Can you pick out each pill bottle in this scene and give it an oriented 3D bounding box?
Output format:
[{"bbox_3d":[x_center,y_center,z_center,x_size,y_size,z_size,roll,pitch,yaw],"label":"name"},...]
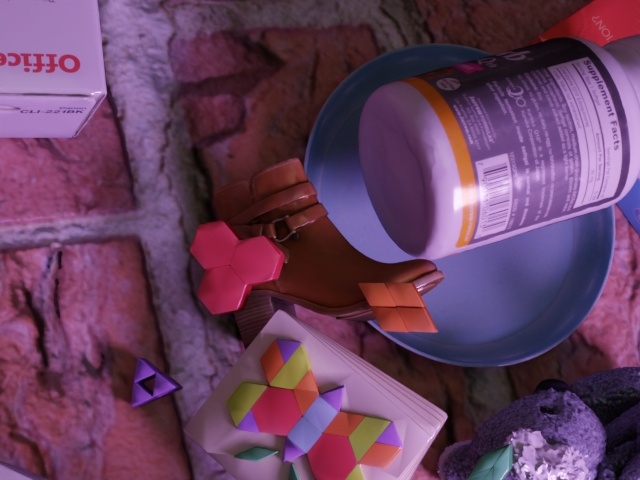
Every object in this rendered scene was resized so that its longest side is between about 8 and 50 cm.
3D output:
[{"bbox_3d":[0.187,-0.091,1.497,0.278,0.162,0.162,-17,79,-22],"label":"pill bottle"}]

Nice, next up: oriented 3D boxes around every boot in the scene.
[{"bbox_3d":[0.000,0.000,1.453,0.197,0.073,0.152,-15,79,14],"label":"boot"}]

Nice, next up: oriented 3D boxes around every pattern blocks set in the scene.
[{"bbox_3d":[-0.007,0.155,1.384,0.325,0.026,0.285,24,91,14],"label":"pattern blocks set"}]

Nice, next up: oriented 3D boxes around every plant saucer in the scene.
[{"bbox_3d":[0.127,-0.031,1.573,0.317,0.044,0.317,7,71,-19],"label":"plant saucer"}]

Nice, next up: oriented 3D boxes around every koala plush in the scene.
[{"bbox_3d":[0.227,0.200,1.459,0.221,0.196,0.203,8,80,-22],"label":"koala plush"}]

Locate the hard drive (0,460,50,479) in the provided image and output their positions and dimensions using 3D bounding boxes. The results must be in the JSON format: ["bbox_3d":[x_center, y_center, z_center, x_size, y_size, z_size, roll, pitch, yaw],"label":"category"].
[{"bbox_3d":[-0.162,0.214,1.220,0.203,0.307,0.040,25,79,0],"label":"hard drive"}]

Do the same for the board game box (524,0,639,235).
[{"bbox_3d":[0.384,-0.171,1.702,0.316,0.064,0.242,-35,87,-26],"label":"board game box"}]

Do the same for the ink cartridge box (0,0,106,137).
[{"bbox_3d":[-0.302,-0.229,1.436,0.197,0.114,0.273,-1,73,-22],"label":"ink cartridge box"}]
